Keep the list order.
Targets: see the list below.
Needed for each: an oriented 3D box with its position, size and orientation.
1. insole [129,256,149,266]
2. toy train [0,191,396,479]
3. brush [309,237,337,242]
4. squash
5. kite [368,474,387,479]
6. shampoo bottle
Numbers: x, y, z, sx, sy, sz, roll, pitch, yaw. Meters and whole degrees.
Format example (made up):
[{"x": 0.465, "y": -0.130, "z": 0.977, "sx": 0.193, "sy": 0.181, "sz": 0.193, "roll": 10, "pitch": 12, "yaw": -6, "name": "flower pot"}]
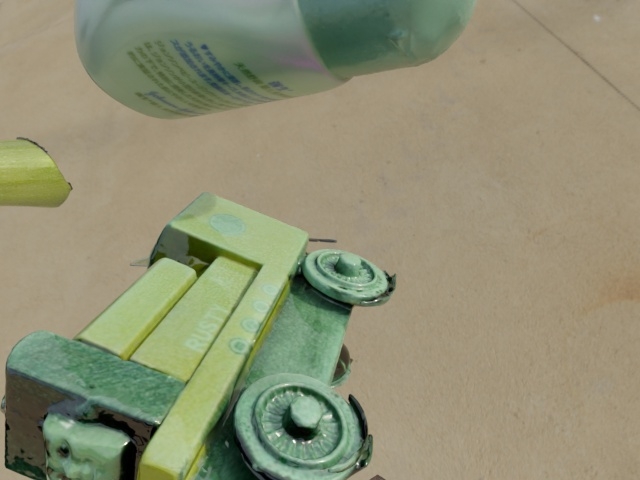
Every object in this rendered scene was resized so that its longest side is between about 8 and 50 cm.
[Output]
[{"x": -0.313, "y": 0.047, "z": 1.187, "sx": 0.323, "sy": 0.007, "sz": 0.109, "roll": 0, "pitch": 13, "yaw": 32, "name": "insole"}, {"x": -0.080, "y": 0.102, "z": 0.472, "sx": 0.254, "sy": 0.160, "sz": 0.397, "roll": 22, "pitch": 29, "yaw": 2, "name": "toy train"}, {"x": 0.000, "y": 0.000, "z": 1.104, "sx": 0.083, "sy": 0.024, "sz": 0.008, "roll": 3, "pitch": 92, "yaw": 35, "name": "brush"}, {"x": -0.576, "y": -0.117, "z": 0.851, "sx": 0.137, "sy": 0.288, "sz": 0.137, "roll": 2, "pitch": 94, "yaw": 30, "name": "squash"}, {"x": 0.109, "y": 0.493, "z": 1.037, "sx": 0.044, "sy": 0.078, "sz": 0.002, "roll": 20, "pitch": 30, "yaw": -4, "name": "kite"}, {"x": -0.038, "y": -0.208, "z": 0.465, "sx": 0.350, "sy": 0.222, "sz": 0.151, "roll": -2, "pitch": 84, "yaw": 27, "name": "shampoo bottle"}]
